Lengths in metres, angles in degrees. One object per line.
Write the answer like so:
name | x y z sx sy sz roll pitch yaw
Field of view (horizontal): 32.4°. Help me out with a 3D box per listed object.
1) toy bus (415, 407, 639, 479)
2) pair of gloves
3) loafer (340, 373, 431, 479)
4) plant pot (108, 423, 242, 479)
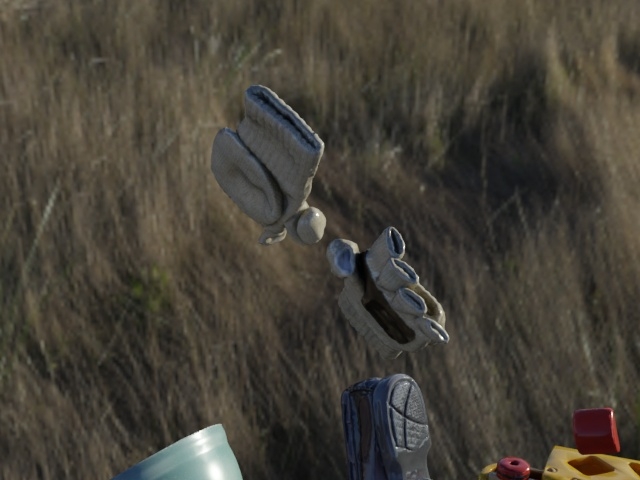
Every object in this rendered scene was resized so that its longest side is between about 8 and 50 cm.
toy bus | 0.211 0.226 0.927 0.202 0.191 0.104 52 25 3
pair of gloves | 0.000 0.000 0.867 0.042 0.240 0.204 -41 0 -18
loafer | 0.081 0.314 1.327 0.095 0.302 0.109 -10 -9 41
plant pot | -0.224 0.425 1.592 0.293 0.293 0.196 -23 77 -38
